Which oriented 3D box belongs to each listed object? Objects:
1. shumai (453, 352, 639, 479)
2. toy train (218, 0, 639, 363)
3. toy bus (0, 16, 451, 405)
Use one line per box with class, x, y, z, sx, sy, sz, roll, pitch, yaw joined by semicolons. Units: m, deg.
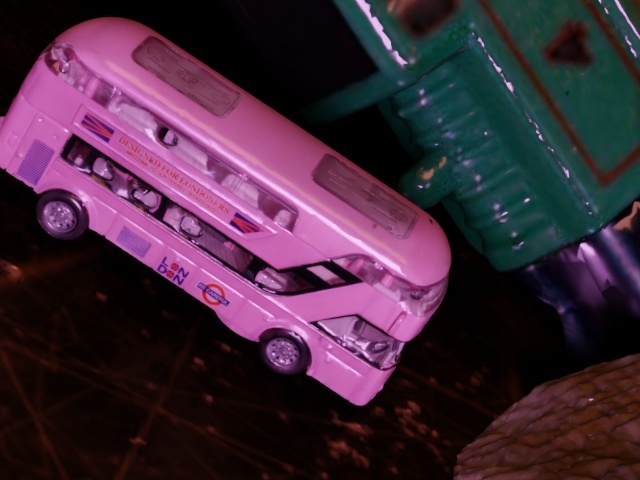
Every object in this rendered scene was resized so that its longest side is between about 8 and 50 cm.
shumai;0.146;0.134;0.727;0.184;0.184;0.141;-45;123;-58
toy train;0.112;-0.105;0.891;0.249;0.178;0.429;-38;98;-23
toy bus;-0.041;-0.015;0.774;0.203;0.090;0.063;34;31;-2
